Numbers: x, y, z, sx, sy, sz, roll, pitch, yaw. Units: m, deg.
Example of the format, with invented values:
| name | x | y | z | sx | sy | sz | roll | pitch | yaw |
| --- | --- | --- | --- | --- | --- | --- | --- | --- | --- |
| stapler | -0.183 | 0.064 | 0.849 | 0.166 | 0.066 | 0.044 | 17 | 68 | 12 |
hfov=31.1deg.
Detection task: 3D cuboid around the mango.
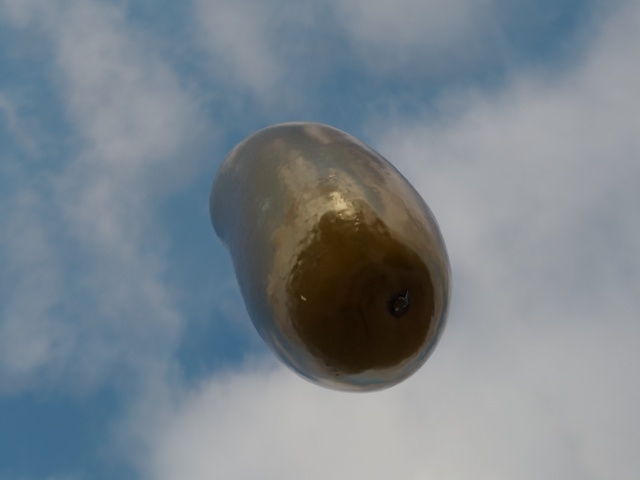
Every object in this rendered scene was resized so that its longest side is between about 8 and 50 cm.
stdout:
| name | x | y | z | sx | sy | sz | roll | pitch | yaw |
| --- | --- | --- | --- | --- | --- | --- | --- | --- | --- |
| mango | 0.000 | 0.000 | 0.529 | 0.085 | 0.184 | 0.102 | 7 | -68 | -25 |
